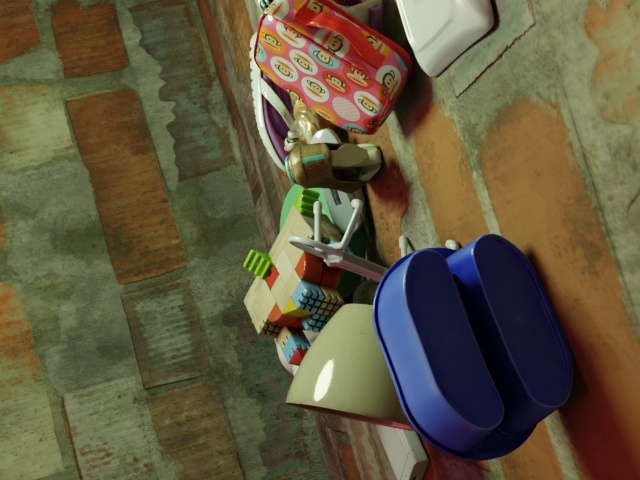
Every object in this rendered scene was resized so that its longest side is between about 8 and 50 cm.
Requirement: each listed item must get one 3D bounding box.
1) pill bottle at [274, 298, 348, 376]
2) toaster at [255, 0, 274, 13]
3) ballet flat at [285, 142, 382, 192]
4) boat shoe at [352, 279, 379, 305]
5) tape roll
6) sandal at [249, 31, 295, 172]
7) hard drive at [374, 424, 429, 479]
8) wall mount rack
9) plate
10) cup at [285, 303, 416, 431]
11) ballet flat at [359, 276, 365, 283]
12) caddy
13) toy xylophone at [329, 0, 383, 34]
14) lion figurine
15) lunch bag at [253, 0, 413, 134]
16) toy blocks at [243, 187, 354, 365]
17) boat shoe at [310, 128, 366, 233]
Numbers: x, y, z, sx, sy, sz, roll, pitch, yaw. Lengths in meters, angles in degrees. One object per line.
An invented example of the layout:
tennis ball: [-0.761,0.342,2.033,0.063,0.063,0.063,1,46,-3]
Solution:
pill bottle: [-0.021,0.236,2.334,0.408,0.228,0.229,-111,12,-56]
toaster: [-0.044,-0.477,1.855,0.168,0.110,0.185,63,-165,24]
ballet flat: [0.055,-0.167,1.788,0.342,0.124,0.116,-3,-102,-62]
boat shoe: [0.136,0.249,2.048,0.094,0.109,0.303,-164,63,-73]
tape roll: [0.000,0.000,2.188,0.321,0.077,0.322,20,113,58]
sandal: [-0.107,-0.390,2.351,0.102,0.169,0.417,-11,95,37]
hard drive: [0.184,0.469,2.224,0.233,0.047,0.353,93,159,-53]
wall mount rack: [0.105,0.011,1.614,0.131,0.350,0.304,-69,14,-7]
plate: [0.164,-0.415,1.301,0.278,0.045,0.277,156,99,-77]
cup: [0.106,0.272,1.837,0.331,0.330,0.237,130,151,-75]
ballet flat: [0.075,0.094,2.251,0.168,0.052,0.057,161,93,-78]
caddy: [0.222,0.156,1.273,0.179,0.241,0.341,120,135,-64]
toy xylophone: [-0.008,-0.507,1.583,0.323,0.081,0.236,50,169,12]
lion figurine: [-0.042,-0.381,2.102,0.392,0.142,0.240,-98,-5,-50]
lunch bag: [0.019,-0.336,1.547,0.293,0.120,0.258,34,163,2]
toy blocks: [-0.045,0.108,1.960,0.382,0.190,0.261,-62,32,19]
boat shoe: [0.046,-0.146,2.000,0.084,0.095,0.258,-40,-59,-55]
